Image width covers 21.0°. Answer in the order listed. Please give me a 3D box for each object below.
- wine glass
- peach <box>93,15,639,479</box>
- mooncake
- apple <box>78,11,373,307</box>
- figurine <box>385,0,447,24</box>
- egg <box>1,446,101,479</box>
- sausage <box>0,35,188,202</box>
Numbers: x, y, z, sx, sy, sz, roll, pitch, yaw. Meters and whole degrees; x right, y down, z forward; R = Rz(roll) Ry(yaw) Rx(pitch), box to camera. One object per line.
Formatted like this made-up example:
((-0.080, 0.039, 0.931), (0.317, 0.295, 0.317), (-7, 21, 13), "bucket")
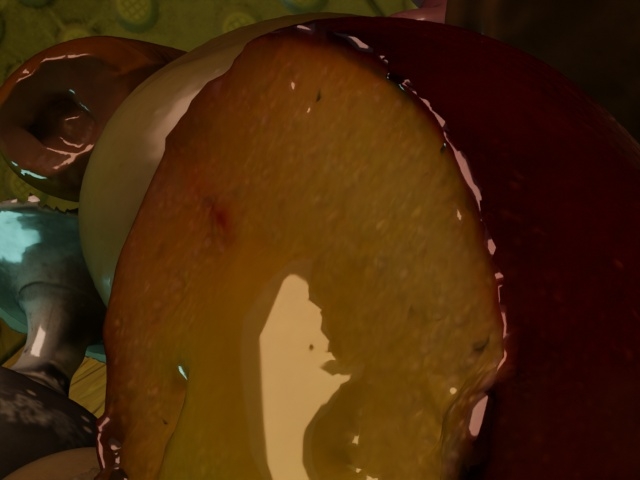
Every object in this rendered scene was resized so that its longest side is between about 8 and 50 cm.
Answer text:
((-0.222, 0.149, 1.199), (0.238, 0.238, 0.323), (-28, 31, 47), "wine glass")
((0.027, 0.053, 0.709), (0.281, 0.281, 0.338), (-33, 8, 21), "peach")
((0.197, -0.119, 1.223), (0.235, 0.234, 0.117), (-32, 5, 28), "mooncake")
((0.000, 0.000, 1.072), (0.254, 0.292, 0.292), (-32, 8, 12), "apple")
((0.195, -0.153, 1.454), (0.261, 0.211, 0.269), (-10, 37, 28), "figurine")
((-0.129, 0.195, 0.929), (0.164, 0.164, 0.201), (-32, 16, 27), "egg")
((-0.140, -0.089, 1.307), (0.134, 0.116, 0.354), (-41, -4, 9), "sausage")
